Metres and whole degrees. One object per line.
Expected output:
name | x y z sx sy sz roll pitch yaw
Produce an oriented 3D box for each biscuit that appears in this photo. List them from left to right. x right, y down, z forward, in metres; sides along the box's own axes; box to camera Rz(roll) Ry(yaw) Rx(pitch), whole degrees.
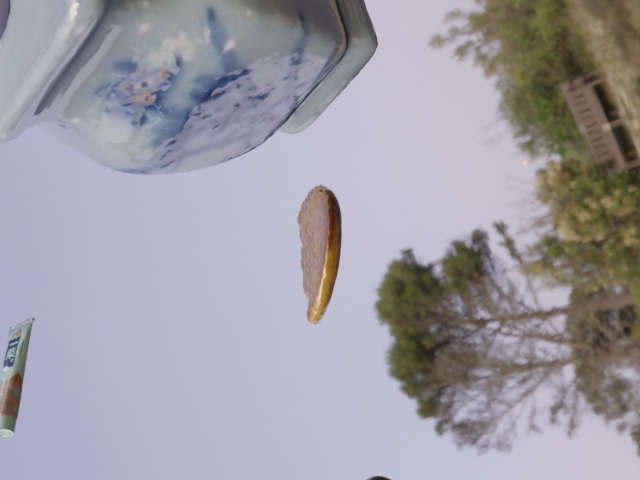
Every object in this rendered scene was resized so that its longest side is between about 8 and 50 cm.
biscuit | 0.001 0.000 1.412 0.033 0.144 0.224 9 -142 -15

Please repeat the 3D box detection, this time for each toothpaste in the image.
toothpaste | -0.501 0.220 1.597 0.036 0.056 0.205 46 -148 -46

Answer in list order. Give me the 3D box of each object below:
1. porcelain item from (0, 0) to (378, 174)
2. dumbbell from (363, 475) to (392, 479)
porcelain item | -0.119 -0.172 0.812 0.178 0.242 0.405 53 -152 17
dumbbell | 0.016 0.311 0.861 0.143 0.325 0.143 46 -161 -21
